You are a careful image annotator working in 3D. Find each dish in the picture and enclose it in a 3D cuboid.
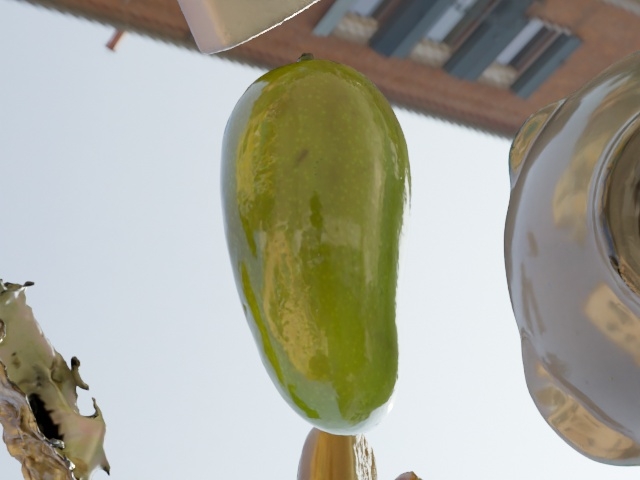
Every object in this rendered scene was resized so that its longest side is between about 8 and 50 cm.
[{"bbox_3d":[0.181,0.002,0.522,0.246,0.224,0.078,32,177,20],"label":"dish"}]

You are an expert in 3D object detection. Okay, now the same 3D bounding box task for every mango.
[{"bbox_3d":[0.000,0.000,0.962,0.175,0.143,0.293,29,-128,-63],"label":"mango"}]

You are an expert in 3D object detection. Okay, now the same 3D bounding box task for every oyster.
[{"bbox_3d":[-0.231,0.127,1.015,0.132,0.072,0.209,-103,-9,-48],"label":"oyster"}]

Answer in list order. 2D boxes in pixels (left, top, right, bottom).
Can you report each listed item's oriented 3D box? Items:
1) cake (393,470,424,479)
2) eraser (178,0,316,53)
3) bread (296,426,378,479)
[{"bbox_3d":[0.119,0.365,1.776,0.044,0.084,0.084,33,-142,-21],"label":"cake"},{"bbox_3d":[-0.099,-0.336,1.231,0.174,0.095,0.270,-38,-66,-38],"label":"eraser"},{"bbox_3d":[0.020,0.330,1.589,0.147,0.098,0.217,67,-166,-46],"label":"bread"}]
